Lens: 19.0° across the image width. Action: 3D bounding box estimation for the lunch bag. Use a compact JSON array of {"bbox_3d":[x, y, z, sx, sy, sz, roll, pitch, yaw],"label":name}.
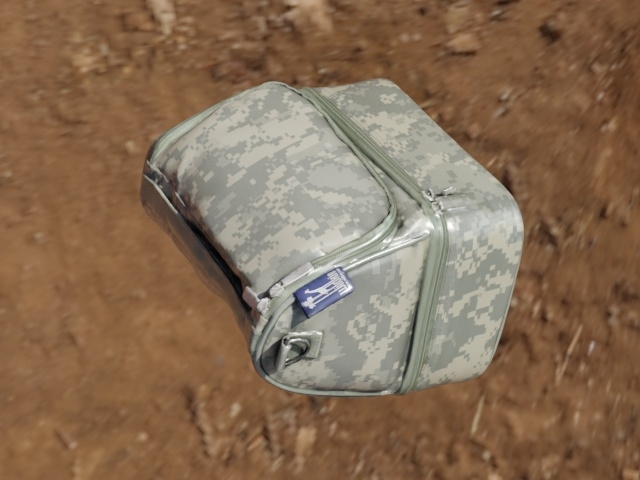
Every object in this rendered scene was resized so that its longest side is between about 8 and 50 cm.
[{"bbox_3d":[0.000,0.000,1.716,0.256,0.305,0.212,-9,127,-27],"label":"lunch bag"}]
